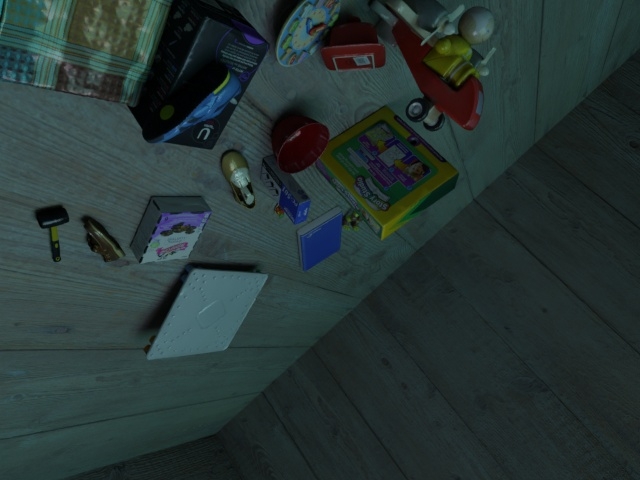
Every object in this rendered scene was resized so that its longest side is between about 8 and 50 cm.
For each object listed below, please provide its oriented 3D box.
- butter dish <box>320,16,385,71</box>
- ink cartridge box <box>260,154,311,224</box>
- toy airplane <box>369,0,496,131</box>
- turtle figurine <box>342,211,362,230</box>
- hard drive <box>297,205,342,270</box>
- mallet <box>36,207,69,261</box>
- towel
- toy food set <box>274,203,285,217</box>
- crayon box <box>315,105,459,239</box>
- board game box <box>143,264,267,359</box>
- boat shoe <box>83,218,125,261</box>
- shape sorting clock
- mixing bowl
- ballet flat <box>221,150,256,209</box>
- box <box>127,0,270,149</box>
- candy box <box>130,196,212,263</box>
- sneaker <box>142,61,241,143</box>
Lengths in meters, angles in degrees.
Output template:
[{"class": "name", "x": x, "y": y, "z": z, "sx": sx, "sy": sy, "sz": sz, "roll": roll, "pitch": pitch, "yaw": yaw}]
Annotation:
[{"class": "butter dish", "x": 0.086, "y": -0.509, "z": 1.180, "sx": 0.160, "sy": 0.118, "sz": 0.160, "roll": 0, "pitch": -179, "yaw": 9}, {"class": "ink cartridge box", "x": -0.108, "y": -0.154, "z": 1.397, "sx": 0.046, "sy": 0.207, "sz": 0.097, "roll": -24, "pitch": 152, "yaw": -28}, {"class": "toy airplane", "x": 0.302, "y": -0.507, "z": 1.184, "sx": 0.272, "sy": 0.386, "sz": 0.384, "roll": -28, "pitch": 119, "yaw": 31}, {"class": "turtle figurine", "x": 0.182, "y": -0.135, "z": 1.991, "sx": 0.217, "sy": 0.087, "sz": 0.269, "roll": -46, "pitch": 164, "yaw": 29}, {"class": "hard drive", "x": 0.000, "y": 0.000, "z": 2.019, "sx": 0.210, "sy": 0.040, "sz": 0.318, "roll": -32, "pitch": 155, "yaw": -16}, {"class": "mallet", "x": -0.632, "y": -0.011, "z": 1.119, "sx": 0.062, "sy": 0.039, "sz": 0.189, "roll": -27, "pitch": 158, "yaw": -31}, {"class": "towel", "x": -0.361, "y": -0.408, "z": 0.744, "sx": 0.271, "sy": 0.040, "sz": 0.370, "roll": -5, "pitch": 129, "yaw": -52}, {"class": "toy food set", "x": -0.127, "y": -0.119, "z": 1.658, "sx": 0.083, "sy": 0.020, "sz": 0.082, "roll": -37, "pitch": 156, "yaw": -7}, {"class": "crayon box", "x": 0.209, "y": -0.231, "z": 1.527, "sx": 0.313, "sy": 0.363, "sz": 0.106, "roll": -35, "pitch": 156, "yaw": -10}, {"class": "board game box", "x": -0.424, "y": 0.266, "z": 1.748, "sx": 0.390, "sy": 0.050, "sz": 0.390, "roll": 10, "pitch": 114, "yaw": -55}, {"class": "boat shoe", "x": -0.568, "y": 0.009, "z": 1.199, "sx": 0.060, "sy": 0.064, "sz": 0.178, "roll": -35, "pitch": 158, "yaw": -16}, {"class": "shape sorting clock", "x": -0.027, "y": -0.495, "z": 1.088, "sx": 0.206, "sy": 0.040, "sz": 0.206, "roll": -46, "pitch": 169, "yaw": -11}, {"class": "mixing bowl", "x": -0.074, "y": -0.293, "z": 1.341, "sx": 0.181, "sy": 0.098, "sz": 0.181, "roll": -32, "pitch": 154, "yaw": -18}, {"class": "ballet flat", "x": -0.228, "y": -0.171, "z": 1.363, "sx": 0.080, "sy": 0.073, "sz": 0.232, "roll": -35, "pitch": 155, "yaw": -12}, {"class": "box", "x": -0.257, "y": -0.341, "z": 0.943, "sx": 0.165, "sy": 0.143, "sz": 0.270, "roll": -1, "pitch": 136, "yaw": -51}, {"class": "candy box", "x": -0.427, "y": -0.031, "z": 1.323, "sx": 0.165, "sy": 0.070, "sz": 0.196, "roll": -8, "pitch": 140, "yaw": -50}, {"class": "sneaker", "x": -0.239, "y": -0.244, "z": 0.882, "sx": 0.209, "sy": 0.069, "sz": 0.082, "roll": -38, "pitch": 157, "yaw": 2}]
